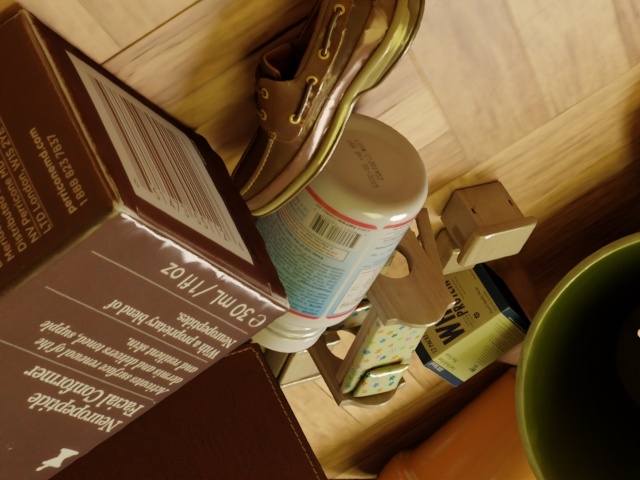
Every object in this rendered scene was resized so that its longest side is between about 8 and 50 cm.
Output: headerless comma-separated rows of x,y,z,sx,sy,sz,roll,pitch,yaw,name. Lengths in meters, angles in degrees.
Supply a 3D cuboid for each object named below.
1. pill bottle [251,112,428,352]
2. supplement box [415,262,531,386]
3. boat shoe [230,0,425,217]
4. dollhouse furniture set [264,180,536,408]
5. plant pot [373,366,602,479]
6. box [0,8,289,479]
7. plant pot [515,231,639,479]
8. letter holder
0.000,0.000,0.958,0.087,0.087,0.160,-8,146,-35,pill bottle
0.118,0.067,1.211,0.083,0.056,0.083,-36,152,10,supplement box
-0.010,-0.088,0.844,0.060,0.064,0.178,23,126,-20,boat shoe
0.069,0.063,1.110,0.161,0.101,0.182,-13,148,-29,dollhouse furniture set
0.177,0.231,1.414,0.188,0.205,0.205,-55,146,12,plant pot
-0.229,0.068,0.802,0.381,0.143,0.191,-35,152,12,box
0.319,0.115,1.290,0.275,0.275,0.293,-37,176,12,plant pot
-0.092,0.259,1.065,0.214,0.302,0.152,-15,149,-26,letter holder
